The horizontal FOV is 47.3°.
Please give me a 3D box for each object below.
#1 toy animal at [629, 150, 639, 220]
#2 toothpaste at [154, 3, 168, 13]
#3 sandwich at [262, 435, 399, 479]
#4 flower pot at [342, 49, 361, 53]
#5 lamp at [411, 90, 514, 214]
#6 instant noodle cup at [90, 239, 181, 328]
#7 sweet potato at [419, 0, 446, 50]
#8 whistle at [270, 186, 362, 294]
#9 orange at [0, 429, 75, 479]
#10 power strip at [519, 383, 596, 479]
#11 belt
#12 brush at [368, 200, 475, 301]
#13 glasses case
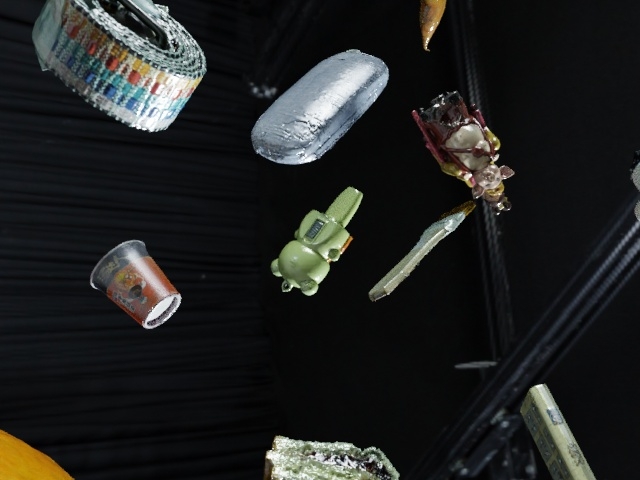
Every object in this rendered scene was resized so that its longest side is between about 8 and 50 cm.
[{"bbox_3d":[0.599,-0.070,1.192,0.166,0.138,0.179,17,-61,64],"label":"toy animal"},{"bbox_3d":[-0.359,-0.397,1.227,0.031,0.204,0.049,107,-3,-67],"label":"toothpaste"},{"bbox_3d":[0.026,0.576,1.681,0.131,0.325,0.262,-83,-179,-49],"label":"sandwich"},{"bbox_3d":[0.027,-0.339,1.730,0.229,0.103,0.108,-49,-177,40],"label":"flower pot"},{"bbox_3d":[0.275,-0.153,1.339,0.118,0.118,0.253,-26,-84,52],"label":"lamp"},{"bbox_3d":[-0.335,0.087,1.355,0.136,0.127,0.127,43,-55,17],"label":"instant noodle cup"},{"bbox_3d":[0.216,-0.456,1.419,0.056,0.056,0.195,-126,-154,-45],"label":"sweet potato"},{"bbox_3d":[0.000,0.000,1.664,0.131,0.106,0.288,30,-103,31],"label":"whistle"},{"bbox_3d":[-0.254,0.281,0.320,0.424,0.326,0.424,-22,-144,17],"label":"orange"},{"bbox_3d":[0.391,0.358,1.157,0.092,0.034,0.268,91,-16,-51],"label":"power strip"},{"bbox_3d":[-0.302,-0.293,1.102,0.257,0.207,0.150,41,-64,0],"label":"belt"},{"bbox_3d":[0.170,0.013,1.232,0.085,0.336,0.020,-27,-81,41],"label":"brush"},{"bbox_3d":[0.004,-0.204,1.092,0.109,0.282,0.067,19,-44,24],"label":"glasses case"}]
